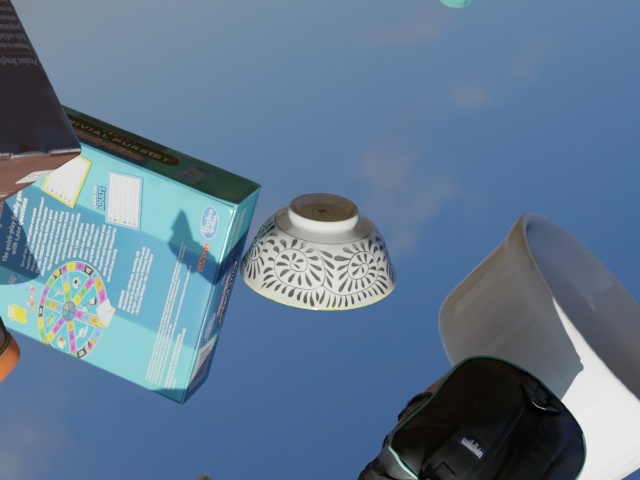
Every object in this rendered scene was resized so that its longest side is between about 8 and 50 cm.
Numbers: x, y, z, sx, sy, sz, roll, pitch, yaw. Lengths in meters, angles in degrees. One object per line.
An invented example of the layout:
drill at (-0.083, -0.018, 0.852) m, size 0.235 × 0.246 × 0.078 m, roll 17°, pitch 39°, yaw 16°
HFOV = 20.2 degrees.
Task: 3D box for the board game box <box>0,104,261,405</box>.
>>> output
board game box at (-0.258, -0.002, 1.988) m, size 0.336 × 0.254 × 0.079 m, roll 23°, pitch -155°, yaw 12°

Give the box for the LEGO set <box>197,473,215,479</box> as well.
LEGO set at (-0.091, 0.345, 1.651) m, size 0.060 × 0.182 × 0.244 m, roll -44°, pitch -173°, yaw 48°

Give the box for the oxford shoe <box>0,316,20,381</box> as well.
oxford shoe at (-0.423, 0.155, 1.827) m, size 0.097 × 0.098 × 0.271 m, roll 3°, pitch -142°, yaw 35°

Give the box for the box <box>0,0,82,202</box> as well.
box at (-0.381, -0.212, 1.581) m, size 0.143 × 0.381 × 0.191 m, roll -30°, pitch 173°, yaw 21°

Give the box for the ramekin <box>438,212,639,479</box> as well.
ramekin at (0.243, 0.120, 1.794) m, size 0.135 × 0.277 × 0.277 m, roll -41°, pitch -173°, yaw 19°

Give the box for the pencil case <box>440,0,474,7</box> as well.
pencil case at (0.138, -0.260, 1.479) m, size 0.152 × 0.064 × 0.070 m, roll -48°, pitch -161°, yaw 51°

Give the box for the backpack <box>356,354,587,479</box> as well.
backpack at (0.136, 0.201, 1.580) m, size 0.188 × 0.166 × 0.144 m, roll -48°, pitch 174°, yaw -36°

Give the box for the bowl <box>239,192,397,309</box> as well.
bowl at (0.000, 0.000, 1.913) m, size 0.170 × 0.080 × 0.170 m, roll 3°, pitch -154°, yaw -2°
